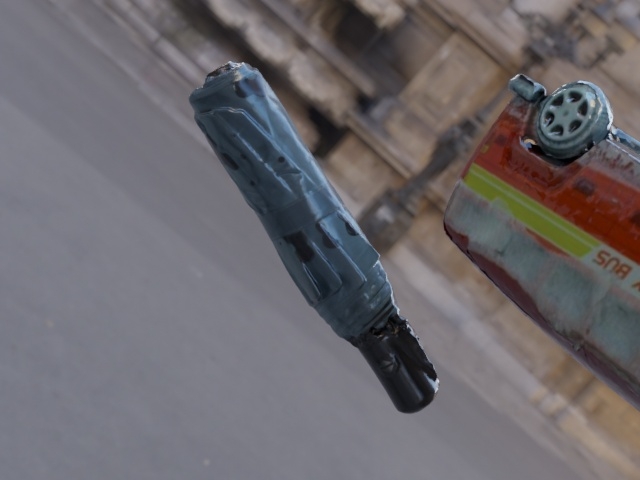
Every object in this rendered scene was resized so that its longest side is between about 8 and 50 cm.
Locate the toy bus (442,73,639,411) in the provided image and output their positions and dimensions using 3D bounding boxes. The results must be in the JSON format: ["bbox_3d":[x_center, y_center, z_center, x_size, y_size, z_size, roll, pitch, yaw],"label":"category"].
[{"bbox_3d":[0.179,0.023,0.737,0.121,0.120,0.265,33,7,-45],"label":"toy bus"}]

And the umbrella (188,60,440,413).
[{"bbox_3d":[-0.002,0.001,0.905,0.250,0.053,0.052,59,-14,-8],"label":"umbrella"}]
